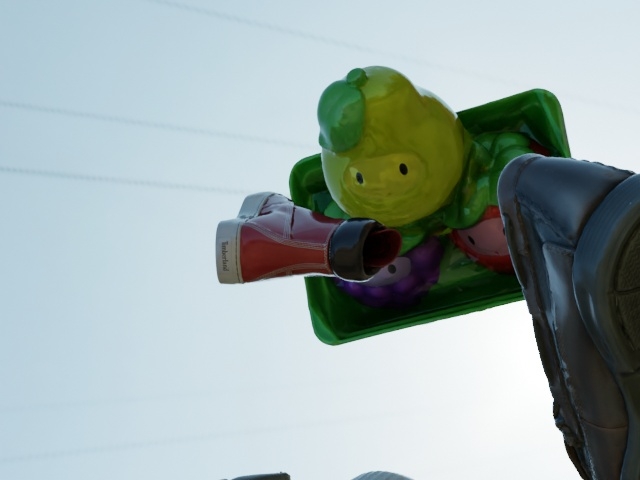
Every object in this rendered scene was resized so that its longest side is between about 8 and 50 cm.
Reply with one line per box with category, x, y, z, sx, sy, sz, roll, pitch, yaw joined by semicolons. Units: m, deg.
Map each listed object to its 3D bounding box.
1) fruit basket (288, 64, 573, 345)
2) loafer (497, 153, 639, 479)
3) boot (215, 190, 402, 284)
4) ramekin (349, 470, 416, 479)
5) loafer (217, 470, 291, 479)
fruit basket;0.123;-0.046;1.899;0.392;0.282;0.392;-9;-13;-2
loafer;0.151;0.054;0.801;0.096;0.084;0.267;-43;-41;-21
boot;0.000;0.000;1.646;0.244;0.176;0.088;-55;-37;-78
ramekin;0.081;0.386;1.994;0.109;0.207;0.207;-38;-33;-44
loafer;-0.032;0.324;1.528;0.087;0.094;0.251;-24;-59;-14
